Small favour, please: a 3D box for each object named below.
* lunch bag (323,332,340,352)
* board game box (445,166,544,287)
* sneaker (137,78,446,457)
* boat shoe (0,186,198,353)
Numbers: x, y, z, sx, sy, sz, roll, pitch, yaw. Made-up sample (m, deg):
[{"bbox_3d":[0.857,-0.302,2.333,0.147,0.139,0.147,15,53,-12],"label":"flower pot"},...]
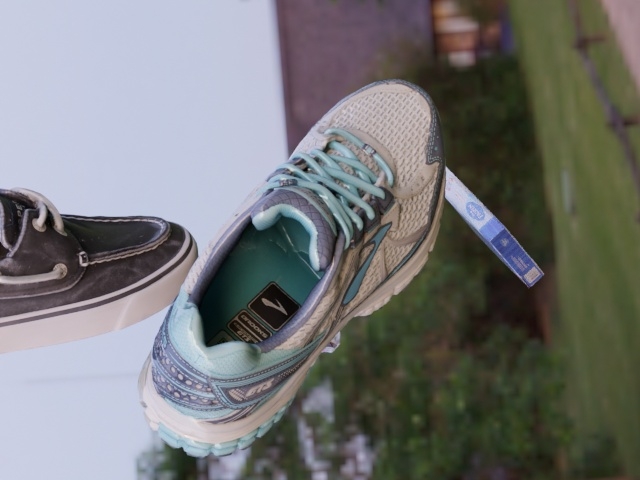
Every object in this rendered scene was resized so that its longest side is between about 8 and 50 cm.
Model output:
[{"bbox_3d":[-0.025,0.079,1.833,0.053,0.071,0.083,-46,-65,-28],"label":"lunch bag"},{"bbox_3d":[0.137,-0.012,1.526,0.090,0.020,0.090,50,-177,39],"label":"board game box"},{"bbox_3d":[0.000,0.000,1.101,0.283,0.110,0.122,-56,-9,-29],"label":"sneaker"},{"bbox_3d":[-0.220,0.012,1.318,0.108,0.301,0.102,36,131,50],"label":"boat shoe"}]
